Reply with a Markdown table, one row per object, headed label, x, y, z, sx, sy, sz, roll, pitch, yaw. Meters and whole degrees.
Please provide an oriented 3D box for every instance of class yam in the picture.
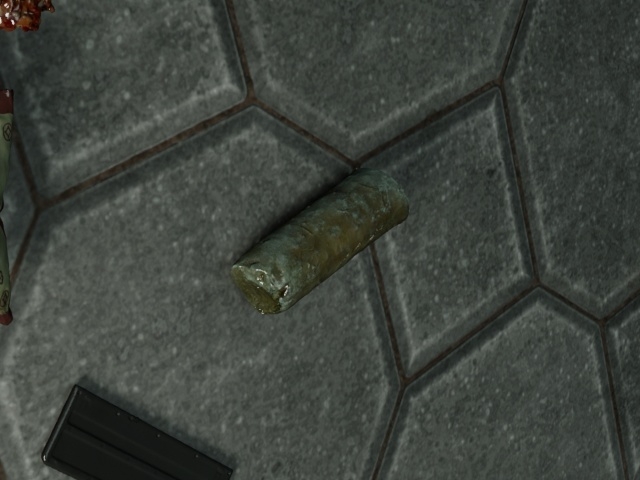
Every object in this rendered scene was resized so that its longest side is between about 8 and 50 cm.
| label | x | y | z | sx | sy | sz | roll | pitch | yaw |
| --- | --- | --- | --- | --- | --- | --- | --- | --- | --- |
| yam | 0.000 | 0.000 | 1.759 | 0.259 | 0.093 | 0.093 | -38 | 121 | -36 |

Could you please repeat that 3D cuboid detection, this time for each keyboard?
| label | x | y | z | sx | sy | sz | roll | pitch | yaw |
| --- | --- | --- | --- | --- | --- | --- | --- | --- | --- |
| keyboard | -0.170 | 0.282 | 1.667 | 0.381 | 0.041 | 0.103 | 36 | 71 | -36 |

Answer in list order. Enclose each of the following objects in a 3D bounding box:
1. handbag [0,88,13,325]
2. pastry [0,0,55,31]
| label | x | y | z | sx | sy | sz | roll | pitch | yaw |
| --- | --- | --- | --- | --- | --- | --- | --- | --- | --- |
| handbag | -0.376 | -0.029 | 1.333 | 0.213 | 0.127 | 0.235 | -2 | 95 | -44 |
| pastry | -0.296 | -0.305 | 1.396 | 0.115 | 0.097 | 0.208 | 20 | 79 | -50 |
